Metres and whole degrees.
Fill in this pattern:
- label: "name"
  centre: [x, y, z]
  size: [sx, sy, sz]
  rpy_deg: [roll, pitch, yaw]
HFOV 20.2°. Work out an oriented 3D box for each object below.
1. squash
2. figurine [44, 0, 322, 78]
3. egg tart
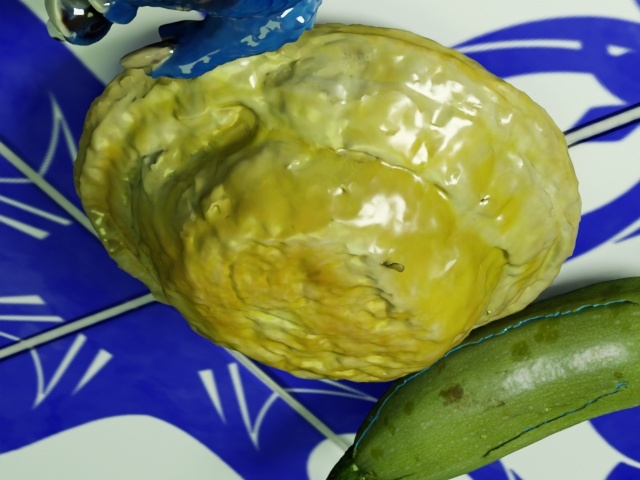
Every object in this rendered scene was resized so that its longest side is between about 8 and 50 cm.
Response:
- label: "squash"
  centre: [0.119, 0.101, 1.215]
  size: [0.341, 0.094, 0.094]
  rpy_deg: [-29, 128, 35]
- label: "figurine"
  centre: [-0.066, -0.164, 0.925]
  size: [0.262, 0.120, 0.164]
  rpy_deg: [-9, 156, 38]
- label: "egg tart"
  centre: [0.000, 0.000, 1.089]
  size: [0.319, 0.128, 0.319]
  rpy_deg: [5, 143, 4]
